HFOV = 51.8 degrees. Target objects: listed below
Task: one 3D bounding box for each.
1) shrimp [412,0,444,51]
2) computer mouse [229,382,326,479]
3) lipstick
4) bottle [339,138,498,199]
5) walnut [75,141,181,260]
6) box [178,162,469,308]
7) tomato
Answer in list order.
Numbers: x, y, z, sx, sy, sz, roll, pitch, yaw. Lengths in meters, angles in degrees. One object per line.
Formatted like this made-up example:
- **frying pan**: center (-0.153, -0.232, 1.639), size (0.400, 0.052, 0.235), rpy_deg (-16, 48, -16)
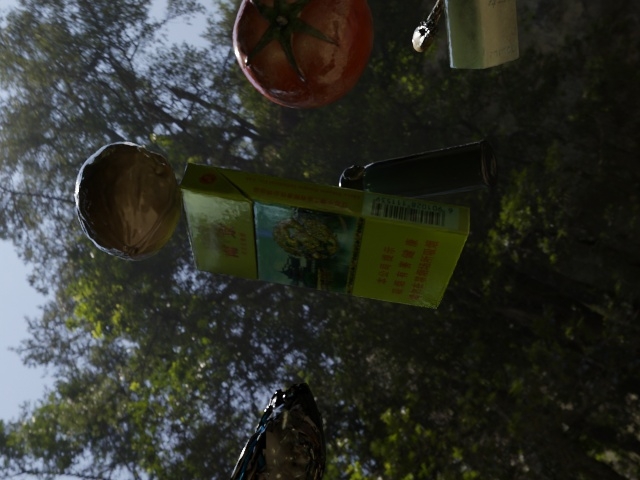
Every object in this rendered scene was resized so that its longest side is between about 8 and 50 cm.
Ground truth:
- **shrimp**: center (0.268, -0.538, 1.527), size (0.051, 0.262, 0.198), rpy_deg (23, -76, 3)
- **computer mouse**: center (-0.048, 0.242, 0.598), size (0.146, 0.078, 0.241), rpy_deg (95, -162, -63)
- **lipstick**: center (0.199, -0.353, 0.844), size (0.079, 0.077, 0.252), rpy_deg (-23, -65, -25)
- **bottle**: center (0.146, -0.100, 1.025), size (0.082, 0.244, 0.072), rpy_deg (47, -134, -41)
- **walnut**: center (-0.250, -0.052, 0.864), size (0.140, 0.162, 0.140), rpy_deg (-16, -46, -17)
- **box**: center (0.000, 0.000, 0.827), size (0.335, 0.047, 0.187), rpy_deg (10, -33, 3)
- **tomato**: center (-0.027, -0.380, 1.243), size (0.265, 0.265, 0.265), rpy_deg (-14, -61, -26)
